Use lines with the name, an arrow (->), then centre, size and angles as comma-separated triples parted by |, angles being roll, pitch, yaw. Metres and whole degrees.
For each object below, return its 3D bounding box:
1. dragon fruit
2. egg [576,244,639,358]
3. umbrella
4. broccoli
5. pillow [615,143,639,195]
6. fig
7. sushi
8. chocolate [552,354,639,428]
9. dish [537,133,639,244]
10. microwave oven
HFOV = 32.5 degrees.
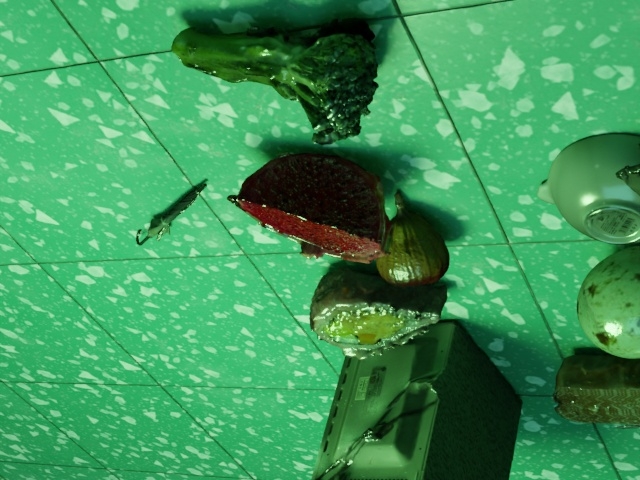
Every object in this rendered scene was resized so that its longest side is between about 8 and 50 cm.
dragon fruit -> 0.004, -0.051, 1.730 | 0.274, 0.126, 0.161 | 16, 158, 19
egg -> 0.497, 0.086, 1.652 | 0.169, 0.169, 0.231 | 37, 131, -28
umbrella -> -0.262, -0.036, 1.937 | 0.044, 0.044, 0.269 | 1, 160, -36
broccoli -> -0.065, -0.233, 1.488 | 0.304, 0.145, 0.165 | 18, 145, 22
pillow -> 0.578, -0.049, 1.403 | 0.326, 0.101, 0.228 | 25, 170, -22
fig -> 0.141, 0.001, 1.777 | 0.119, 0.153, 0.119 | -15, 176, -1
sushi -> 0.087, 0.111, 1.932 | 0.241, 0.107, 0.161 | -26, 129, 37
chocolate -> 0.529, 0.264, 1.968 | 0.214, 0.093, 0.148 | 1, 142, 22
dish -> 0.432, -0.046, 1.558 | 0.228, 0.086, 0.236 | 32, 145, -22
microwave oven -> 0.174, 0.409, 2.034 | 0.236, 0.432, 0.374 | -9, 140, 34
